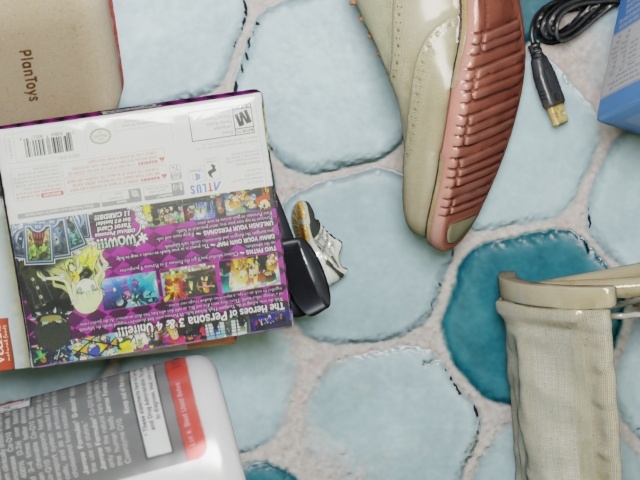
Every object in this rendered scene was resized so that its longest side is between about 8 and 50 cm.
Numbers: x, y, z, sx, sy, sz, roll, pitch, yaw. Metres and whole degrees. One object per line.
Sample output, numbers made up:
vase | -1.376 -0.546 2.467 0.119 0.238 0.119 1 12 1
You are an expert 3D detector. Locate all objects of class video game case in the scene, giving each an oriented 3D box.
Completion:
video game case | -0.150 -0.011 1.546 0.232 0.042 0.210 -9 101 -6

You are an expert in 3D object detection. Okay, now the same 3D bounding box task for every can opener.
can opener | -0.047 -0.016 1.626 0.073 0.059 0.186 -24 89 23

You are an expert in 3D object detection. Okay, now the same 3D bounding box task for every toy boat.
toy boat | -0.253 -0.200 1.539 0.151 0.151 0.231 -8 140 -6

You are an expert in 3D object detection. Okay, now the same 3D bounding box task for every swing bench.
swing bench | 0.300 0.149 1.626 0.254 0.165 0.253 -7 98 -5

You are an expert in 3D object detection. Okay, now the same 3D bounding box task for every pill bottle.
pill bottle | -0.243 0.240 1.551 0.363 0.210 0.210 -14 98 -5

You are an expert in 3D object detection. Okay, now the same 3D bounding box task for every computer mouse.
computer mouse | 0.303 -0.127 1.648 0.184 0.060 0.262 -23 98 -4

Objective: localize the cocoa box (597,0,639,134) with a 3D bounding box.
cocoa box | 0.452 -0.176 1.540 0.347 0.231 0.228 16 78 -13

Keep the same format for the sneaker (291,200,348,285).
sneaker | 0.000 0.000 1.646 0.037 0.032 0.083 -21 103 -18

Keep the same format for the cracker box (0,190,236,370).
cracker box | -0.198 0.025 1.604 0.232 0.067 0.156 -6 97 -7

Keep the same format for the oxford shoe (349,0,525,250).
oxford shoe | 0.099 -0.191 1.604 0.146 0.140 0.397 10 101 23
